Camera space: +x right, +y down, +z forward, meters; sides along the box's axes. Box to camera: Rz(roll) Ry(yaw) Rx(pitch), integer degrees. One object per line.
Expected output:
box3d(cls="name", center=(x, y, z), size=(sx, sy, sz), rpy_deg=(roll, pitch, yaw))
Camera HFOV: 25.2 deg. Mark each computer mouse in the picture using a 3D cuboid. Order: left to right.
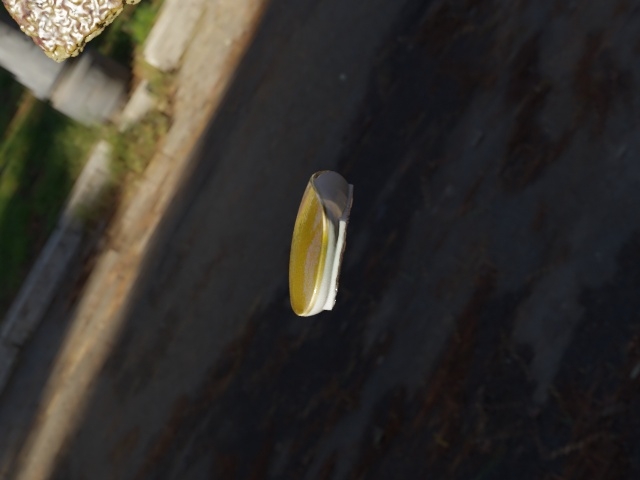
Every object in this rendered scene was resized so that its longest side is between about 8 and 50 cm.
box3d(cls="computer mouse", center=(0.000, 0.000, 1.433), size=(0.245, 0.056, 0.126), rpy_deg=(-69, -11, -78))

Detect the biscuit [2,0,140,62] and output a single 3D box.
box3d(cls="biscuit", center=(-0.221, -0.249, 1.035), size=(0.131, 0.231, 0.025), rpy_deg=(-35, 4, 32))
